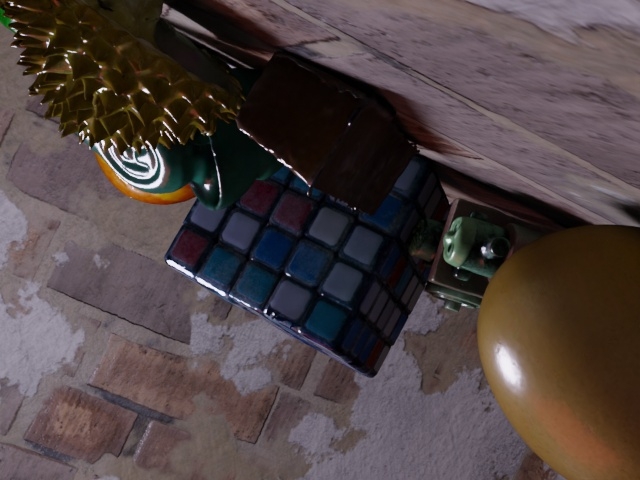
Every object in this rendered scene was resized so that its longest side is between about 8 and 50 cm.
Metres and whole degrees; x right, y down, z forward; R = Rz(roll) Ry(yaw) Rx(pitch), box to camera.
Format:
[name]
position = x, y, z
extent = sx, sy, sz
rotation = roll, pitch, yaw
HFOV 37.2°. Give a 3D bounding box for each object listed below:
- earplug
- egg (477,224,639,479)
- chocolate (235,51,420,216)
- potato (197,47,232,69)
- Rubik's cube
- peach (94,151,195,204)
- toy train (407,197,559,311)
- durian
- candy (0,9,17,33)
[earplug]
position = -0.158, -0.155, 1.104
extent = 0.280, 0.257, 0.164
rotation = -12, 164, -20
[egg]
position = 0.292, 0.115, 0.879
extent = 0.322, 0.250, 0.250
rotation = 28, -179, -15
[chocolate]
position = 0.013, -0.106, 0.994
extent = 0.112, 0.112, 0.321
rotation = 35, -175, 13
[potato]
position = -0.186, -0.212, 1.184
extent = 0.188, 0.085, 0.105
rotation = 20, -174, -18
[Rubik's cube]
position = 0.000, 0.000, 1.384
extent = 0.292, 0.287, 0.293
rotation = 26, 173, 22
[peach]
position = -0.285, -0.198, 1.723
extent = 0.281, 0.238, 0.281
rotation = 42, -146, -38
[toy train]
position = 0.268, 0.038, 1.206
extent = 0.304, 0.150, 0.221
rotation = 17, 175, -9
[durian]
position = -0.182, -0.175, 0.867
extent = 0.172, 0.166, 0.306
rotation = -9, 156, 42
[candy]
position = -0.455, -0.354, 1.503
extent = 0.141, 0.078, 0.203
rotation = 23, -172, -46
